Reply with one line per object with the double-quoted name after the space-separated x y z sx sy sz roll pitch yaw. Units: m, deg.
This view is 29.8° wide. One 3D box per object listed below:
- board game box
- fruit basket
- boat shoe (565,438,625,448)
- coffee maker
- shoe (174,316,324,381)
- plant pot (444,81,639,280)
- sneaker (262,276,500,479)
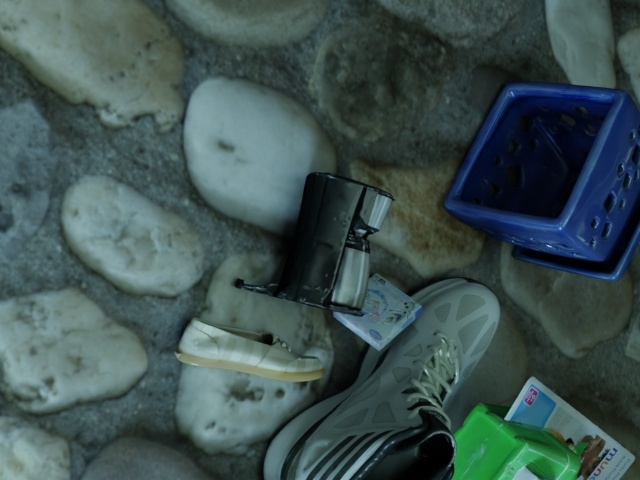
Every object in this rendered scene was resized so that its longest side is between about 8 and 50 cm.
0.080 0.100 1.693 0.090 0.090 0.020 -38 147 -25 "board game box"
0.294 0.391 1.735 0.327 0.165 0.353 -52 128 0 "fruit basket"
0.448 0.340 1.977 0.152 0.056 0.049 26 75 -42 "boat shoe"
0.000 0.000 1.611 0.171 0.120 0.178 16 85 -32 "coffee maker"
-0.085 0.146 1.593 0.219 0.076 0.058 13 92 -31 "shoe"
0.365 -0.079 1.783 0.212 0.236 0.236 38 74 -37 "plant pot"
0.150 0.229 1.646 0.447 0.257 0.169 -43 115 -23 "sneaker"
